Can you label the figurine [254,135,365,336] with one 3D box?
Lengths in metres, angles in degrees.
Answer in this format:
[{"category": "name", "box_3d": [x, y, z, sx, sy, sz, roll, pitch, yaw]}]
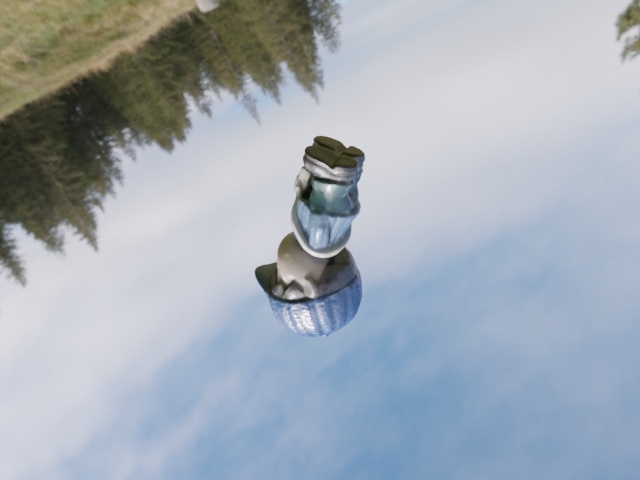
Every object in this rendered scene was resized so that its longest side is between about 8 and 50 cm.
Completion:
[{"category": "figurine", "box_3d": [0.000, 0.000, 0.497, 0.087, 0.149, 0.086, 18, -152, 2]}]
